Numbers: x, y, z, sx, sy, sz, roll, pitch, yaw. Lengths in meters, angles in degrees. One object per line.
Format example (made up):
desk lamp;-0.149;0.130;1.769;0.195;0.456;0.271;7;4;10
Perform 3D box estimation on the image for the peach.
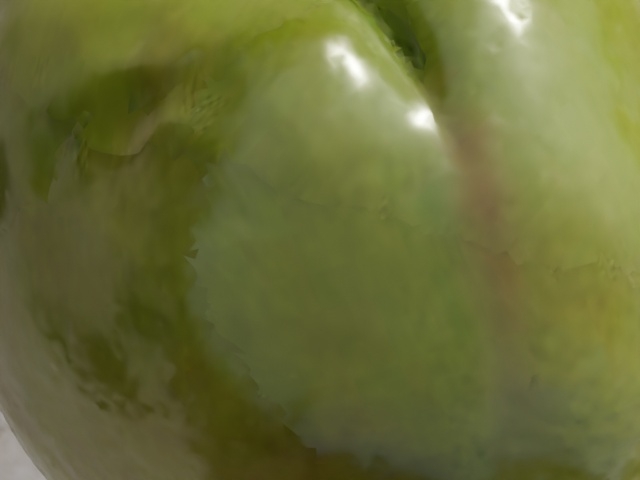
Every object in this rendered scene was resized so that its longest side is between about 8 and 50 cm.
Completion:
peach;-0.001;-0.008;0.636;0.282;0.314;0.315;-9;144;-12
